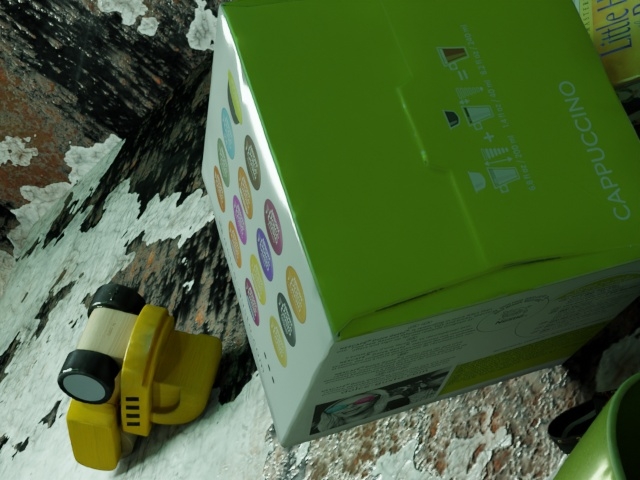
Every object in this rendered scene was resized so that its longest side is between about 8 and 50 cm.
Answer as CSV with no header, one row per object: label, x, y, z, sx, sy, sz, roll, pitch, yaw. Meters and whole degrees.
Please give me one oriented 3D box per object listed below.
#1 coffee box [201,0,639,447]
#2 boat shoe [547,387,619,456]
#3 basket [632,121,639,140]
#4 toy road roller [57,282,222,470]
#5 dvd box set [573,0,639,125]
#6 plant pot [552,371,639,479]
coffee box,0.091,-0.036,1.104,0.334,0.338,0.338,110,144,-64
boat shoe,0.286,0.172,1.096,0.133,0.042,0.049,-35,25,29
basket,0.390,-0.058,1.112,0.204,0.154,0.227,-26,24,-17
toy road roller,-0.300,0.251,1.910,0.329,0.240,0.202,99,-175,-47
dvd box set,0.457,-0.275,1.148,0.420,0.062,0.308,-17,35,25
plant pot,0.228,0.290,0.793,0.293,0.274,0.275,-55,18,32
